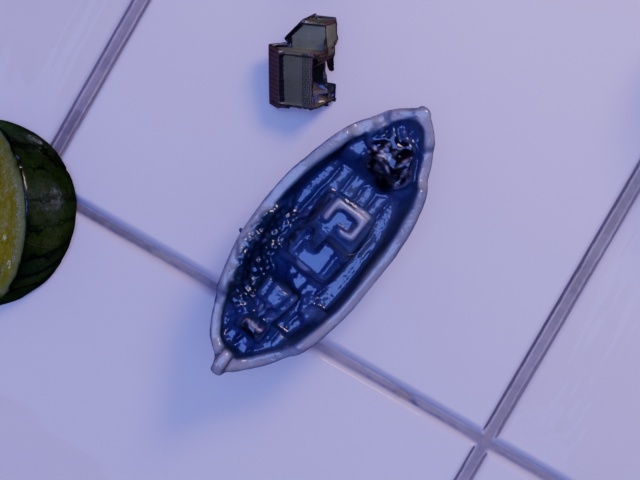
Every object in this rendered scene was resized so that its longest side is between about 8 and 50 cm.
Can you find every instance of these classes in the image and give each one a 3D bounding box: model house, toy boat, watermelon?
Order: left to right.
[{"bbox_3d":[-0.276,-0.028,1.335,0.092,0.075,0.181,-2,90,45],"label":"watermelon"},{"bbox_3d":[-0.019,-0.169,1.320,0.058,0.057,0.083,9,113,26],"label":"model house"},{"bbox_3d":[0.000,0.000,1.275,0.129,0.142,0.309,39,91,-2],"label":"toy boat"}]
